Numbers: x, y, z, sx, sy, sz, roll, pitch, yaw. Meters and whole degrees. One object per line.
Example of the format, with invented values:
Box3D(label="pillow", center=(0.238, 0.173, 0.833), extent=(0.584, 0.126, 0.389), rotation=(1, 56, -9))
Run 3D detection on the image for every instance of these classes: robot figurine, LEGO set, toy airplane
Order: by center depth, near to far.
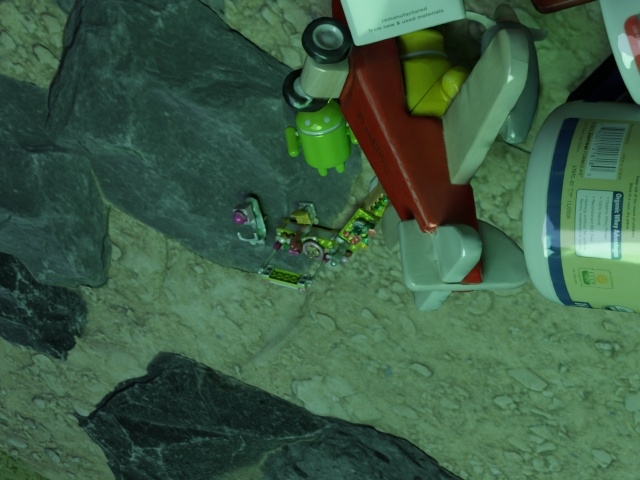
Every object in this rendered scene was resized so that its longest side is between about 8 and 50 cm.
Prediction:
Box3D(label="toy airplane", center=(0.155, -0.113, 1.607), extent=(0.386, 0.272, 0.384), rotation=(33, 139, 55))
Box3D(label="robot figurine", center=(0.004, -0.144, 1.827), extent=(0.101, 0.067, 0.115), rotation=(-10, 128, 5))
Box3D(label="LEGO set", center=(0.000, 0.000, 1.939), extent=(0.287, 0.107, 0.132), rotation=(-6, 126, 37))

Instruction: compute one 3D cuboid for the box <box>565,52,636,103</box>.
Box3D(label="box", center=(0.426, -0.114, 1.563), extent=(0.261, 0.103, 0.184), rotation=(37, 142, -4))

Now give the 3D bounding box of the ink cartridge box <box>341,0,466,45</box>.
Box3D(label="ink cartridge box", center=(0.050, -0.395, 1.418), extent=(0.131, 0.226, 0.306), rotation=(-15, 124, 10))

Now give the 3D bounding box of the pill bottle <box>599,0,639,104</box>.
Box3D(label="pill bottle", center=(0.430, -0.249, 1.339), extent=(0.283, 0.161, 0.161), rotation=(-16, 121, 20))

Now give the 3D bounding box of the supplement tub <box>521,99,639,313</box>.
Box3D(label="supplement tub", center=(0.393, -0.030, 1.415), extent=(0.316, 0.228, 0.228), rotation=(6, 132, 27))

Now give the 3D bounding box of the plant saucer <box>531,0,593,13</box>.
Box3D(label="plant saucer", center=(0.287, -0.368, 1.446), extent=(0.258, 0.047, 0.259), rotation=(-10, 124, 39))
